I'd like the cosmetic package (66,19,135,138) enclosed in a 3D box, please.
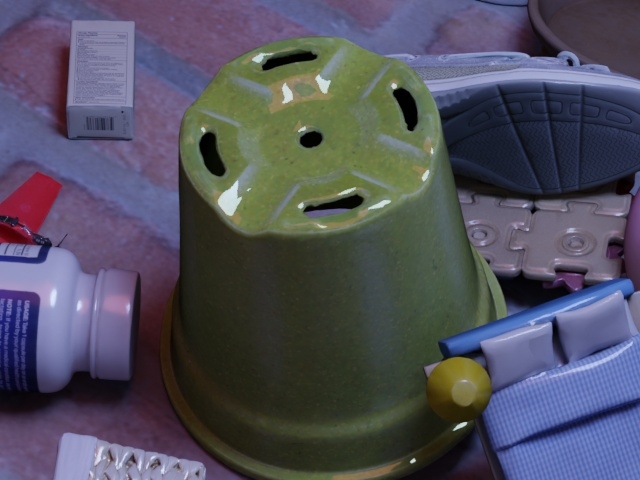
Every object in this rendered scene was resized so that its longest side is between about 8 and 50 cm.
[{"bbox_3d":[-0.193,-0.143,1.618,0.060,0.041,0.115,1,47,-4],"label":"cosmetic package"}]

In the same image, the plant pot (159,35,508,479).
[{"bbox_3d":[0.000,0.000,1.330,0.276,0.254,0.276,-3,53,4],"label":"plant pot"}]

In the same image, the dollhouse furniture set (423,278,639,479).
[{"bbox_3d":[0.250,0.165,1.202,0.303,0.198,0.286,-17,91,-5],"label":"dollhouse furniture set"}]

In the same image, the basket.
[{"bbox_3d":[-0.136,0.229,1.228,0.103,0.113,0.167,6,47,-3],"label":"basket"}]

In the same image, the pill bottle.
[{"bbox_3d":[-0.232,0.058,1.379,0.186,0.112,0.112,5,47,-1],"label":"pill bottle"}]

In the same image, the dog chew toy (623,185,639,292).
[{"bbox_3d":[0.386,-0.039,1.459,0.206,0.207,0.332,31,54,22],"label":"dog chew toy"}]

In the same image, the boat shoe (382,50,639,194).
[{"bbox_3d":[0.131,-0.111,1.525,0.320,0.118,0.103,-2,40,18],"label":"boat shoe"}]

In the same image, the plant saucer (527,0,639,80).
[{"bbox_3d":[0.323,-0.179,1.665,0.277,0.041,0.278,6,33,-4],"label":"plant saucer"}]

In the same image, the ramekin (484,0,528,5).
[{"bbox_3d":[0.189,-0.337,1.791,0.207,0.109,0.207,3,47,-3],"label":"ramekin"}]

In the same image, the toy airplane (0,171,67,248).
[{"bbox_3d":[-0.278,-0.019,1.503,0.151,0.028,0.151,3,48,-3],"label":"toy airplane"}]

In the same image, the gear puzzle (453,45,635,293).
[{"bbox_3d":[0.191,-0.069,1.589,0.175,0.044,0.339,5,42,12],"label":"gear puzzle"}]
